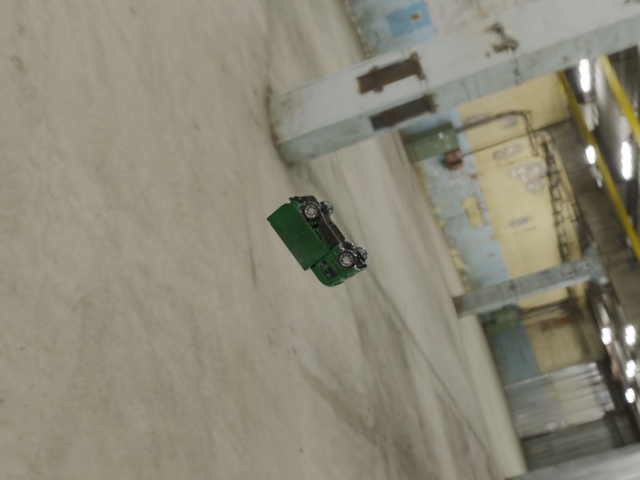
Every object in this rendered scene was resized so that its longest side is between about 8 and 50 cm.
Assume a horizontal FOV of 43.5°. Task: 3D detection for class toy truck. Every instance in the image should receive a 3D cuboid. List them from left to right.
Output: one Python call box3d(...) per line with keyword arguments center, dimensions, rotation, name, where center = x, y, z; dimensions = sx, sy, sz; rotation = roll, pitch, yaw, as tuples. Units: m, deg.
box3d(center=(0.000, 0.000, 1.180), dimensions=(0.147, 0.079, 0.065), rotation=(52, 20, 9), name="toy truck")
